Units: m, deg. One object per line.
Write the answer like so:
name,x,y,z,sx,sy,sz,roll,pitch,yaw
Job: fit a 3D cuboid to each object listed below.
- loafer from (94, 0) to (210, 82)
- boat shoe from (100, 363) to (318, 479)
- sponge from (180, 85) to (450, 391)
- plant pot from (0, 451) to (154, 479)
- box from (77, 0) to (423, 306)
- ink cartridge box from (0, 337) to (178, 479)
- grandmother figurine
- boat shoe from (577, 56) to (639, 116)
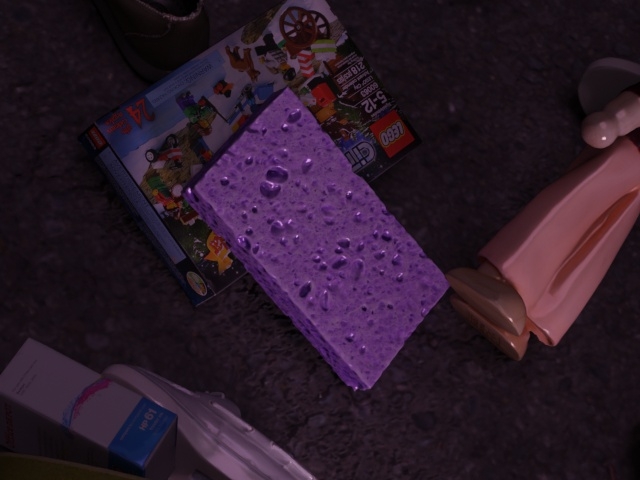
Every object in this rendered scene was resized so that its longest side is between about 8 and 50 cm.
loafer,-0.161,-0.245,1.530,0.094,0.087,0.251,-31,78,-29
boat shoe,-0.078,0.143,1.382,0.184,0.066,0.063,34,46,3
sponge,0.000,0.000,1.451,0.210,0.031,0.117,49,62,-15
plant pot,-0.127,0.312,1.189,0.275,0.275,0.293,18,75,-9
box,-0.051,-0.078,1.490,0.233,0.044,0.159,-37,93,-29
ink cartridge box,-0.164,0.131,1.329,0.122,0.088,0.052,26,59,10
grandmother figurine,0.241,-0.059,1.503,0.104,0.208,0.342,41,81,9
boat shoe,0.326,-0.097,1.634,0.227,0.079,0.081,29,40,-2
